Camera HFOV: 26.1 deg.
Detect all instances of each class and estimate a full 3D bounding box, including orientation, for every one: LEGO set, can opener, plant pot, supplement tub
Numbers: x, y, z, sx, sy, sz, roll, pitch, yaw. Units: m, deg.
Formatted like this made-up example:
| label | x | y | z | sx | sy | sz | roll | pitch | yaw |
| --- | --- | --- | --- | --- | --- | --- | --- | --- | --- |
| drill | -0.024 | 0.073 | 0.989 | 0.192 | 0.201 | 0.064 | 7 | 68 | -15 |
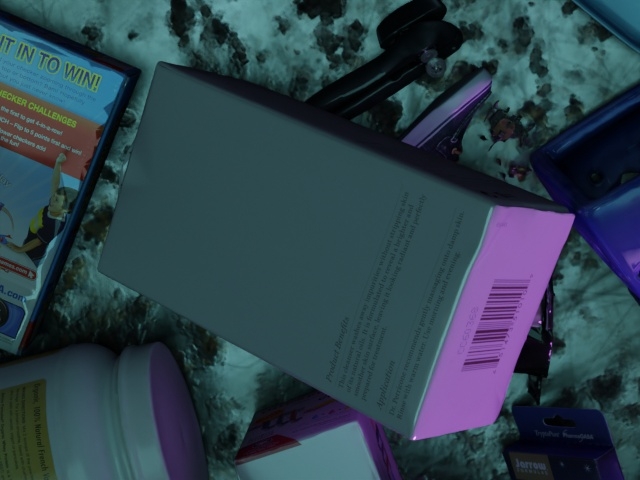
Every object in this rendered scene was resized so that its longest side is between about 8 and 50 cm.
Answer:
| label | x | y | z | sx | sy | sz | roll | pitch | yaw |
| --- | --- | --- | --- | --- | --- | --- | --- | --- | --- |
| LEGO set | 0.185 | -0.102 | 1.372 | 0.054 | 0.023 | 0.083 | 3 | 114 | 4 |
| can opener | 0.057 | -0.161 | 1.354 | 0.186 | 0.073 | 0.059 | -38 | 136 | 11 |
| plant pot | 0.361 | -0.031 | 1.272 | 0.236 | 0.236 | 0.212 | -33 | 106 | 6 |
| supplement tub | -0.284 | 0.229 | 1.345 | 0.316 | 0.228 | 0.228 | -14 | 99 | 5 |

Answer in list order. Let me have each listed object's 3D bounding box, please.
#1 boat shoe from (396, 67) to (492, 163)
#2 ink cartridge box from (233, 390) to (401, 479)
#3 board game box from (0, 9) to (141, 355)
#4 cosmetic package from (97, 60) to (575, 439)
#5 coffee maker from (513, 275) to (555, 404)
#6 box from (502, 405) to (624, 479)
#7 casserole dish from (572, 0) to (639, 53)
| label | x | y | z | sx | sy | sz | roll | pitch | yaw |
| --- | --- | --- | --- | --- | --- | --- | --- | --- | --- |
| boat shoe | 0.118 | -0.083 | 1.358 | 0.083 | 0.065 | 0.183 | 44 | 106 | -7 |
| ink cartridge box | 0.002 | 0.229 | 1.360 | 0.128 | 0.176 | 0.127 | -20 | 96 | 6 |
| board game box | -0.376 | -0.087 | 1.364 | 0.308 | 0.086 | 0.302 | 24 | 100 | -2 |
| cosmetic package | 0.000 | 0.000 | 1.241 | 0.385 | 0.156 | 0.217 | 27 | 104 | 33 |
| coffee maker | 0.135 | 0.086 | 1.356 | 0.178 | 0.120 | 0.171 | 0 | 101 | 3 |
| box | 0.259 | 0.276 | 1.384 | 0.036 | 0.136 | 0.225 | -24 | 99 | -33 |
| casserole dish | 0.300 | -0.257 | 1.328 | 0.188 | 0.037 | 0.114 | 38 | 100 | -5 |
